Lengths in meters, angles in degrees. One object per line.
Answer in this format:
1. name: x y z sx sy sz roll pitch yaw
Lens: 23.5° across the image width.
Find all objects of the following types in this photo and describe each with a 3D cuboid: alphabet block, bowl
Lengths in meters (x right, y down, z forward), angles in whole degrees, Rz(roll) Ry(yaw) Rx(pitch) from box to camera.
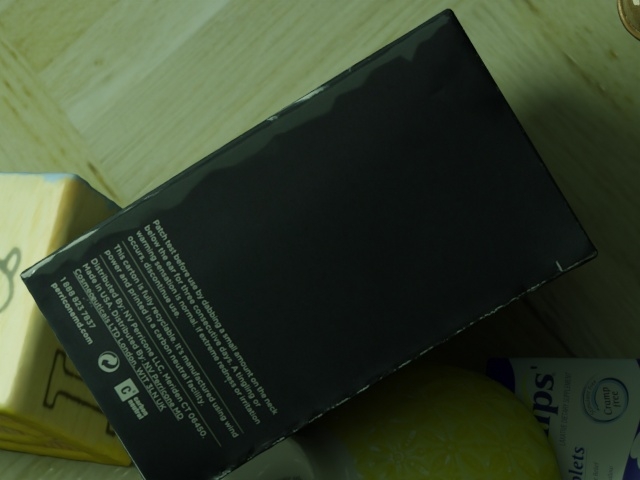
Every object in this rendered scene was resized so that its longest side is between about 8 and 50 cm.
1. alphabet block: -0.255 0.066 1.293 0.192 0.193 0.197 2 70 27
2. bowl: 0.012 0.207 1.075 0.289 0.156 0.289 -26 52 39

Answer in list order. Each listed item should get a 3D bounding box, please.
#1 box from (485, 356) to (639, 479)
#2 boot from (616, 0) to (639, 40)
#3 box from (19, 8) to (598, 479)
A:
1. box: 0.189 0.155 1.117 0.137 0.072 0.126 -2 68 25
2. boot: 0.366 -0.230 1.162 0.305 0.115 0.112 -18 87 20
3. box: 0.000 0.000 1.083 0.312 0.343 0.179 -30 93 5
